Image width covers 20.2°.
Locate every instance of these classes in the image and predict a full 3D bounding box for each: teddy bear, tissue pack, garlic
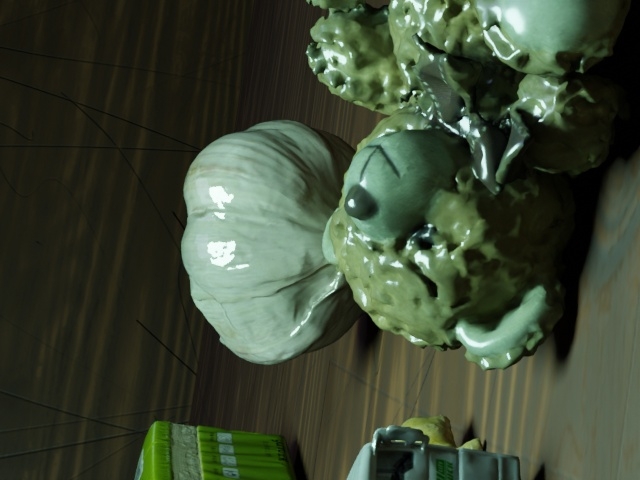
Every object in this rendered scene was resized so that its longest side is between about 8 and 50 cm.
[{"bbox_3d":[0.076,-0.063,1.007,0.267,0.156,0.256,32,110,50],"label":"teddy bear"},{"bbox_3d":[-0.111,0.316,1.790,0.275,0.167,0.200,-122,42,-77],"label":"tissue pack"},{"bbox_3d":[0.000,0.000,1.536,0.212,0.218,0.219,-4,71,42],"label":"garlic"}]

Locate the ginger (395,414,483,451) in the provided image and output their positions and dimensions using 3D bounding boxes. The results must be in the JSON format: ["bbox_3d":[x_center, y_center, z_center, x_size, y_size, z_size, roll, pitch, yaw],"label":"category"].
[{"bbox_3d":[0.034,0.199,1.144,0.176,0.052,0.193,25,94,66],"label":"ginger"}]

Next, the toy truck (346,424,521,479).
[{"bbox_3d":[0.048,0.218,0.919,0.101,0.125,0.242,107,171,-45],"label":"toy truck"}]
